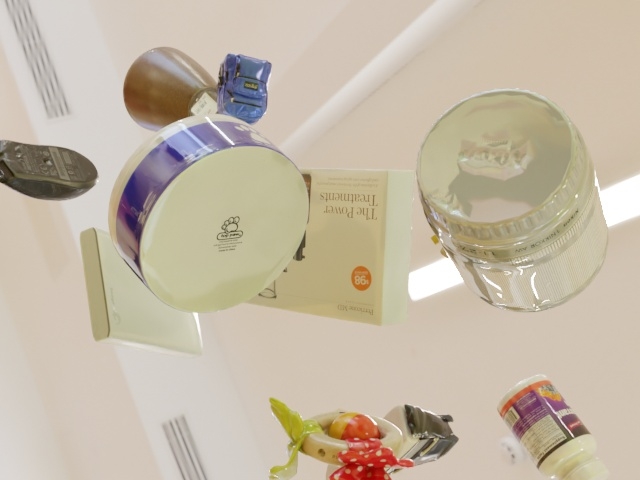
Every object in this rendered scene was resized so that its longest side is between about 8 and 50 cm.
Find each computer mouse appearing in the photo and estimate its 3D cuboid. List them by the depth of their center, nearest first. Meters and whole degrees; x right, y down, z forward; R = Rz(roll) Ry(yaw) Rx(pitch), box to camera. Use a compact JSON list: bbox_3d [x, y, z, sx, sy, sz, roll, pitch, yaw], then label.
[{"bbox_3d":[-0.559,-0.135,1.619,0.072,0.272,0.188,-54,-134,29],"label":"computer mouse"}]

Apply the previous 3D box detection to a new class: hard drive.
[{"bbox_3d":[-0.328,0.106,1.593,0.040,0.307,0.203,-19,-109,17],"label":"hard drive"}]

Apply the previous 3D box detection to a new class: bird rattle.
[{"bbox_3d":[0.041,0.304,1.303,0.253,0.207,0.143,-1,-84,35],"label":"bird rattle"}]

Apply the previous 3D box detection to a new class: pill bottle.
[{"bbox_3d":[0.395,0.333,1.437,0.193,0.108,0.108,57,-32,34],"label":"pill bottle"}]

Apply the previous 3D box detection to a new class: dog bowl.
[{"bbox_3d":[-0.150,-0.034,1.181,0.104,0.265,0.265,41,-41,43],"label":"dog bowl"}]

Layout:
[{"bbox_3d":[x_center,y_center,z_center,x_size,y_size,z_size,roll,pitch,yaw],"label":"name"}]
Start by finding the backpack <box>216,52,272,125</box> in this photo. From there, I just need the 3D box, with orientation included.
[{"bbox_3d":[-0.143,-0.276,1.566,0.101,0.098,0.120,164,-66,-75],"label":"backpack"}]

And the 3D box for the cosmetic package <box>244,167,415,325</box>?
[{"bbox_3d":[0.000,0.000,1.658,0.377,0.097,0.284,5,-84,40],"label":"cosmetic package"}]

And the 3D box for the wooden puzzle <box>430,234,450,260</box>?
[{"bbox_3d":[0.250,0.010,1.457,0.116,0.078,0.014,46,3,32],"label":"wooden puzzle"}]

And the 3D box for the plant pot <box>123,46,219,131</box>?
[{"bbox_3d":[-0.329,-0.341,2.054,0.230,0.215,0.215,29,-49,47],"label":"plant pot"}]

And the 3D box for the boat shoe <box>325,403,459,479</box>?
[{"bbox_3d":[0.161,0.484,1.899,0.340,0.158,0.127,-45,-139,40],"label":"boat shoe"}]

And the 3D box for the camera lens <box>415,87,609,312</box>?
[{"bbox_3d":[0.260,-0.044,1.135,0.219,0.219,0.274,47,-2,35],"label":"camera lens"}]
